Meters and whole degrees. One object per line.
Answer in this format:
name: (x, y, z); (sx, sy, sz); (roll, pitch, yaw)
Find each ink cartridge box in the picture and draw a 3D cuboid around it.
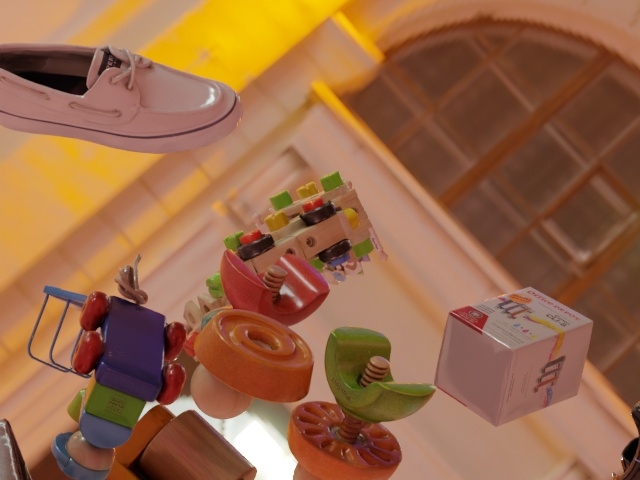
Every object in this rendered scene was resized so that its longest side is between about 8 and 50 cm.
ink cartridge box: (0.273, 0.160, 2.216); (0.128, 0.176, 0.127); (31, -58, 40)

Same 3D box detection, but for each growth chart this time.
growth chart: (0.000, 0.000, 2.511); (0.237, 0.021, 0.172); (-16, -67, 40)

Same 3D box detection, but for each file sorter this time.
file sorter: (-0.301, 0.142, 2.184); (0.170, 0.104, 0.118); (11, -13, 31)

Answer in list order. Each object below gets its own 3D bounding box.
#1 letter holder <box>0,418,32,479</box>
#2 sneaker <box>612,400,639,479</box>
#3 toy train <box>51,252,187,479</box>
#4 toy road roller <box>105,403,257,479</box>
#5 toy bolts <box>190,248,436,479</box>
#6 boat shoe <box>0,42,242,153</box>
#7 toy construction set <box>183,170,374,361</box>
letter holder: (-0.472, 0.372, 1.822); (0.214, 0.302, 0.152); (-116, -168, -44)
sneaker: (0.301, 0.232, 1.385); (0.090, 0.081, 0.232); (31, -45, 29)
toy train: (-0.207, 0.126, 1.577); (0.105, 0.143, 0.248); (23, 20, -13)
toy road roller: (-0.250, 0.378, 2.128); (0.202, 0.329, 0.240); (40, -9, 16)
toy bolts: (-0.053, 0.127, 1.353); (0.218, 0.158, 0.228); (8, 26, -38)
boat shoe: (-0.206, -0.146, 1.537); (0.258, 0.095, 0.084); (2, -39, 4)
toy construction set: (-0.061, 0.024, 2.082); (0.151, 0.328, 0.215); (52, -26, -15)
